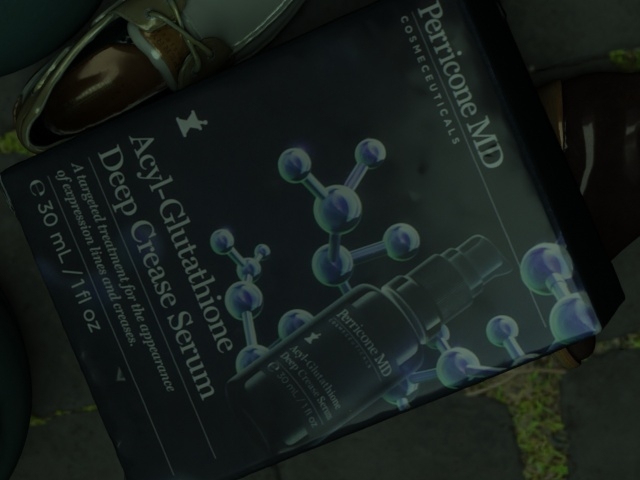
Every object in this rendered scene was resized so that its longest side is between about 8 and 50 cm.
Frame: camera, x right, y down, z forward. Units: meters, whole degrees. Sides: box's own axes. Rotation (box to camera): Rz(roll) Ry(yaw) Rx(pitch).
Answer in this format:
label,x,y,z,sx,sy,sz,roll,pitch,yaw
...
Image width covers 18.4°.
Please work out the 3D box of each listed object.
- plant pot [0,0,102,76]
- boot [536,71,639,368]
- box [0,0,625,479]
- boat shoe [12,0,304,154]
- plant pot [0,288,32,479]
label,x,y,z,sx,sy,sz,roll,pitch,yaw
plant pot,-0.310,-0.248,1.556,0.290,0.195,0.290,1,108,2
boot,0.262,-0.024,1.661,0.207,0.090,0.248,-13,103,9
box,0.000,0.000,1.566,0.395,0.212,0.293,-24,89,14
boat shoe,-0.122,-0.162,1.624,0.302,0.103,0.113,-38,103,13
plant pot,-0.368,0.146,1.635,0.293,0.196,0.293,-6,106,-20
